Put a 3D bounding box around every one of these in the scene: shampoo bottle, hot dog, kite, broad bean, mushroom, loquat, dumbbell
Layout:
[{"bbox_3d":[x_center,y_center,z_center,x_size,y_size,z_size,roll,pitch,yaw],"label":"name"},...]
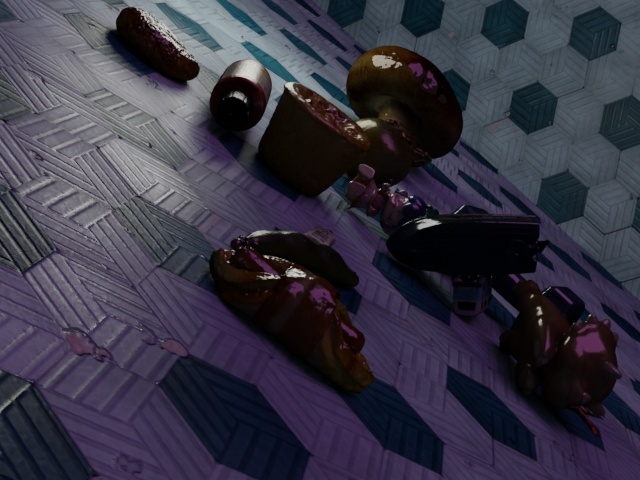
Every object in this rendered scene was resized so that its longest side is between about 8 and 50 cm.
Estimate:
[{"bbox_3d":[0.000,0.000,1.785,0.049,0.034,0.141,33,15,5],"label":"shampoo bottle"},{"bbox_3d":[-0.151,-0.266,2.057,0.104,0.104,0.278,36,16,-10],"label":"shampoo bottle"},{"bbox_3d":[-0.023,0.083,1.390,0.261,0.093,0.123,38,15,-4],"label":"hot dog"},{"bbox_3d":[0.458,0.292,2.040,0.232,0.009,0.189,22,24,-44],"label":"kite"},{"bbox_3d":[-0.030,0.018,1.644,0.297,0.043,0.060,20,51,-48],"label":"broad bean"},{"bbox_3d":[0.210,-0.311,2.854,0.331,0.356,0.334,26,-17,-32],"label":"mushroom"},{"bbox_3d":[0.113,-0.194,2.383,0.152,0.152,0.195,20,32,-49],"label":"loquat"},{"bbox_3d":[0.364,0.076,2.188,0.325,0.144,0.160,47,20,25],"label":"dumbbell"}]

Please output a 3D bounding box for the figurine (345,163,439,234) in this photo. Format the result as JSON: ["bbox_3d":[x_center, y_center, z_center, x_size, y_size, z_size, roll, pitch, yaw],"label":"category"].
[{"bbox_3d":[0.139,-0.068,2.133,0.195,0.111,0.102,34,-15,-1],"label":"figurine"}]

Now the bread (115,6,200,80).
[{"bbox_3d":[-0.308,-0.378,2.098,0.193,0.064,0.193,38,13,-10],"label":"bread"}]

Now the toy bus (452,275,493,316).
[{"bbox_3d":[0.286,0.102,2.066,0.060,0.075,0.123,3,5,19],"label":"toy bus"}]

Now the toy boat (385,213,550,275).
[{"bbox_3d":[0.267,0.006,2.063,0.296,0.114,0.122,1,12,-8],"label":"toy boat"}]

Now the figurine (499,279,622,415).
[{"bbox_3d":[0.432,0.195,1.925,0.173,0.177,0.247,10,14,-9],"label":"figurine"}]

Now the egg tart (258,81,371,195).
[{"bbox_3d":[-0.024,-0.183,2.031,0.202,0.147,0.202,36,17,-13],"label":"egg tart"}]
